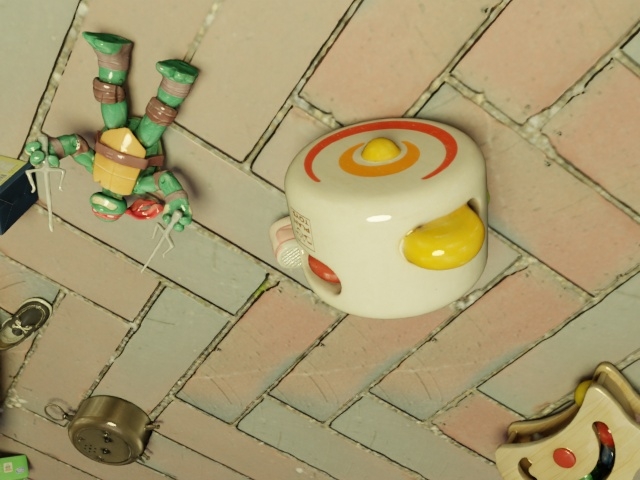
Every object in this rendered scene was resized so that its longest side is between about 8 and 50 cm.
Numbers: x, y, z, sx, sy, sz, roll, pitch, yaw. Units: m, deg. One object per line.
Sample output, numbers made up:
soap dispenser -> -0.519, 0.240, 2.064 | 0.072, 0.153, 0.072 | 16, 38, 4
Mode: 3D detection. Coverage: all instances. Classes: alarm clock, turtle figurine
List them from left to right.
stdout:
alarm clock -> -0.371, 0.315, 1.013 | 0.192, 0.064, 0.129 | 22, 127, -2
turtle figurine -> -0.216, -0.090, 0.650 | 0.175, 0.118, 0.234 | 14, 113, -19

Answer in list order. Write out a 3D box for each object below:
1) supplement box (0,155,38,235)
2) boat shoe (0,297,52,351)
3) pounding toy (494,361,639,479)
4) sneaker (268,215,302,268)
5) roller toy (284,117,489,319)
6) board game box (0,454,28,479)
supplement box -> -0.400, -0.059, 0.723 | 0.083, 0.083, 0.056 | 13, 126, 1
boat shoe -> -0.444, 0.126, 0.896 | 0.125, 0.038, 0.046 | -29, 117, 27
pounding toy -> 0.353, 0.281, 0.855 | 0.154, 0.155, 0.269 | 30, 121, 23
sneaker -> 0.000, 0.000, 0.727 | 0.134, 0.070, 0.051 | 3, 123, -30
roller toy -> 0.065, -0.031, 0.593 | 0.191, 0.209, 0.146 | 0, 125, 17
board game box -> -0.715, 0.440, 1.047 | 0.214, 0.046, 0.317 | -28, 157, 23
